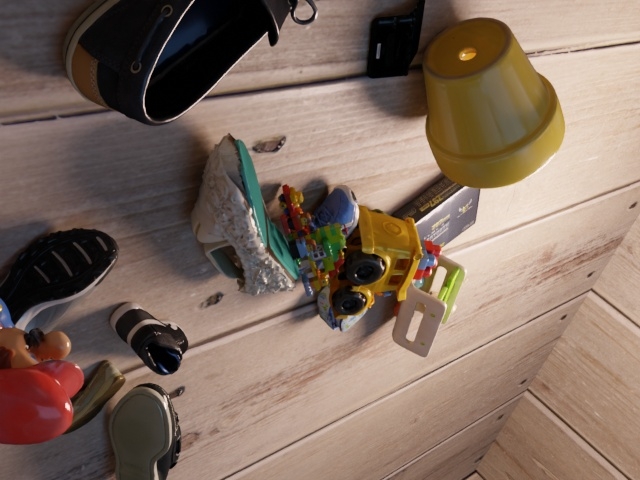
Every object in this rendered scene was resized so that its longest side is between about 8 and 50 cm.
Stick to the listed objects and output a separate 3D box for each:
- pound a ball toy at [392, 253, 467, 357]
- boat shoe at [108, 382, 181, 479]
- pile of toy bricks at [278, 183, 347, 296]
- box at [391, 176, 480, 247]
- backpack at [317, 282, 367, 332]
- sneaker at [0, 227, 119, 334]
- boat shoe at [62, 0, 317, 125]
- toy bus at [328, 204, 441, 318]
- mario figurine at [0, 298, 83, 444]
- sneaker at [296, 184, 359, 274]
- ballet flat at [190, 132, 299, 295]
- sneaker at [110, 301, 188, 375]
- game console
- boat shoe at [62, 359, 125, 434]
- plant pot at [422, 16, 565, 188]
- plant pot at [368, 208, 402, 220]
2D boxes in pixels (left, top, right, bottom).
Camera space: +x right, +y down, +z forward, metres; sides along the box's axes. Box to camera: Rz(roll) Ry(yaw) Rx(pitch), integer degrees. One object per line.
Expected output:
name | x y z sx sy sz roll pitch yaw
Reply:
pound a ball toy | 0.267 0.138 2.142 0.208 0.136 0.319 -55 165 -30
boat shoe | -0.322 0.373 1.655 0.113 0.127 0.340 -59 161 -50
pile of toy bricks | 0.000 0.000 1.539 0.105 0.118 0.212 -16 123 3
box | 0.262 -0.049 1.959 0.233 0.059 0.183 -35 149 -20
backpack | 0.050 0.136 1.880 0.105 0.084 0.114 -40 148 -17
sneaker | -0.400 0.083 1.217 0.271 0.100 0.108 -39 165 -7
boat shoe | -0.086 -0.323 1.059 0.500 0.156 0.187 -43 149 -10
toy bus | 0.130 0.054 1.733 0.212 0.149 0.220 7 130 -14
mario figurine | -0.376 0.102 1.021 0.170 0.320 0.198 -52 152 10
sneaker | 0.002 -0.012 1.635 0.081 0.080 0.211 -9 133 -51
ballet flat | -0.137 -0.011 1.413 0.147 0.147 0.409 -41 150 -12
sneaker | -0.270 0.192 1.481 0.079 0.121 0.217 -46 151 -1
game console | 0.129 -0.346 1.462 0.107 0.071 0.122 -7 139 -8
boat shoe | -0.404 0.275 1.496 0.153 0.048 0.056 -46 164 12
plant pot | 0.297 -0.262 1.575 0.254 0.254 0.239 -42 135 -9
plant pot | 0.127 -0.026 1.798 0.083 0.083 0.079 -48 139 2
